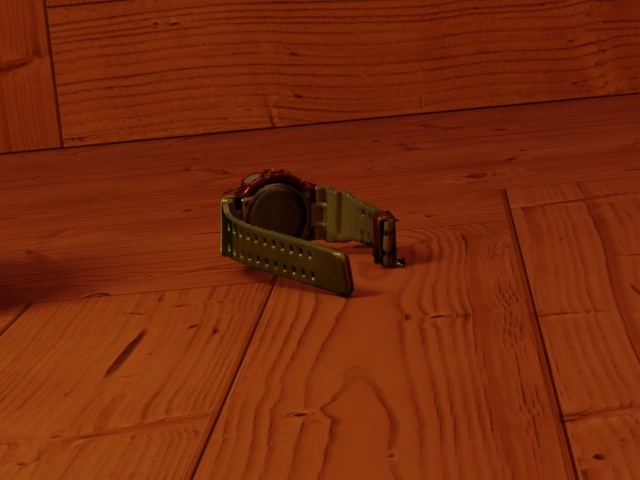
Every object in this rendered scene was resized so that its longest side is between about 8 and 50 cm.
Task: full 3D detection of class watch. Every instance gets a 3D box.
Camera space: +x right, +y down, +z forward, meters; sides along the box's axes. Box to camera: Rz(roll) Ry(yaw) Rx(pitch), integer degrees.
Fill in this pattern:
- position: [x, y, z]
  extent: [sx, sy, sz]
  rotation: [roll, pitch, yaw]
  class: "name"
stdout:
- position: [0.001, -0.002, 2.011]
  extent: [0.165, 0.102, 0.268]
  rotation: [-11, 18, -36]
  class: "watch"
